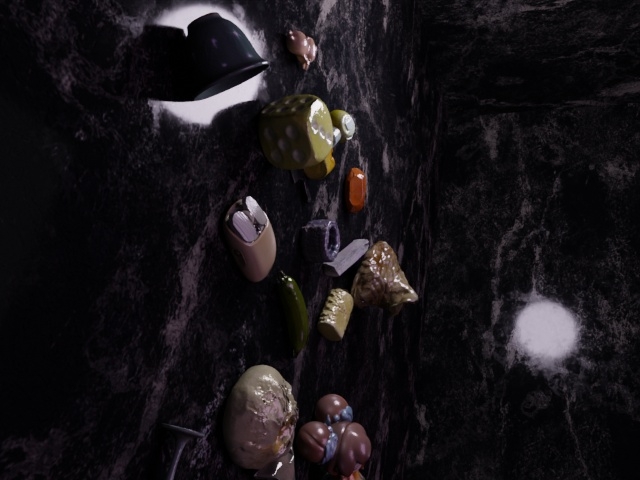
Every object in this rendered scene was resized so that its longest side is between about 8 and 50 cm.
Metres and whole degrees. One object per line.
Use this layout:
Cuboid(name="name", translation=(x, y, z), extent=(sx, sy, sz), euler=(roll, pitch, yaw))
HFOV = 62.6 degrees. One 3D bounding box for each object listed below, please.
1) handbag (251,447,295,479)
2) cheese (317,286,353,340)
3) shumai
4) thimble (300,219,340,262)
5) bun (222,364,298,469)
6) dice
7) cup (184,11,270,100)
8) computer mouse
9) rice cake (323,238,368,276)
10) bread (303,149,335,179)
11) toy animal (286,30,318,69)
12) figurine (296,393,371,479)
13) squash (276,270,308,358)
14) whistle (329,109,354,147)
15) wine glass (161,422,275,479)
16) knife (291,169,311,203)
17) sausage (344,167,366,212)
Cuboid(name="handbag", translation=(-0.131, 0.735, 1.517), extent=(0.182, 0.116, 0.271), euler=(-13, 104, -56))
Cuboid(name="cheese", translation=(0.056, 0.270, 1.920), extent=(0.123, 0.093, 0.167), euler=(70, 32, -42))
Cuboid(name="shumai", translation=(0.286, 0.165, 2.153), extent=(0.267, 0.262, 0.314), euler=(81, 31, -60))
Cuboid(name="thimble", translation=(0.000, 0.003, 1.782), extent=(0.150, 0.097, 0.150), euler=(1, 90, -66))
Cuboid(name="bun", translation=(-0.145, 0.482, 1.432), extent=(0.287, 0.146, 0.288), euler=(3, 86, -64))
Cuboid(name="dice", translation=(-0.070, -0.315, 1.527), extent=(0.166, 0.169, 0.170), euler=(-60, 142, -47))
Cuboid(name="cup", translation=(-0.232, -0.427, 1.192), extent=(0.150, 0.199, 0.199), euler=(65, 31, -12))
Cuboid(name="computer mouse", translation=(-0.181, 0.002, 1.408), extent=(0.145, 0.081, 0.237), euler=(-60, 144, -46))
Cuboid(name="rice cake", translation=(0.106, 0.063, 2.045), extent=(0.365, 0.072, 0.056), euler=(-35, 126, -61))
Cuboid(name="bread", translation=(-0.020, -0.322, 1.720), extent=(0.094, 0.101, 0.246), euler=(-54, 137, -50))
Cuboid(name="toy animal", translation=(-0.061, -0.610, 1.657), extent=(0.084, 0.089, 0.150), euler=(-65, 156, -3))
Cuboid(name="figurine", translation=(0.063, 0.766, 1.833), extent=(0.277, 0.247, 0.389), euler=(-46, 141, -60))
Cuboid(name="squash", translation=(-0.083, 0.225, 1.646), extent=(0.071, 0.080, 0.319), euler=(-127, -154, -65))
Cuboid(name="whistle", translation=(0.038, -0.378, 1.858), extent=(0.223, 0.122, 0.123), euler=(-53, 139, -33))
Cuboid(name="wine glass", translation=(-0.251, 0.572, 1.096), extent=(0.096, 0.264, 0.310), euler=(124, -18, -64))
Cuboid(name="knife", translation=(-0.076, -0.223, 1.705), extent=(0.072, 0.019, 0.246), euler=(-52, 133, -50))
Cuboid(name="sausage", translation=(0.138, -0.198, 2.088), extent=(0.089, 0.089, 0.180), euler=(-19, 110, -64))
